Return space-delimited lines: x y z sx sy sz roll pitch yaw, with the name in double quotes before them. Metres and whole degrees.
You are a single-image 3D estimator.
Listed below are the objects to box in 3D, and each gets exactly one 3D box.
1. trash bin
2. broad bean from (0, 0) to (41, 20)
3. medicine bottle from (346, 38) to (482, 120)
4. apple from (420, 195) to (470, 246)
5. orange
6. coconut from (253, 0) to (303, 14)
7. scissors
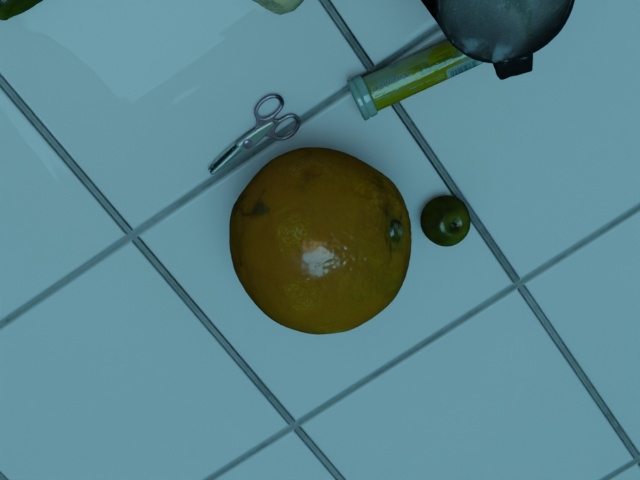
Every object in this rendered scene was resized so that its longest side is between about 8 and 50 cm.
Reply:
"trash bin" 0.238 -0.405 1.833 0.203 0.301 0.252 -17 118 0
"broad bean" -0.431 -0.396 1.880 0.213 0.070 0.048 -32 99 18
"medicine bottle" 0.156 -0.274 2.013 0.218 0.074 0.074 -24 116 2
"apple" 0.219 -0.035 2.134 0.089 0.074 0.089 -3 99 -19
"orange" 0.000 0.000 1.988 0.312 0.312 0.312 -3 116 -6
"coconut" -0.060 -0.436 1.867 0.147 0.147 0.152 33 110 -21
"scissors" -0.119 -0.169 2.051 0.176 0.022 0.085 -38 118 7
